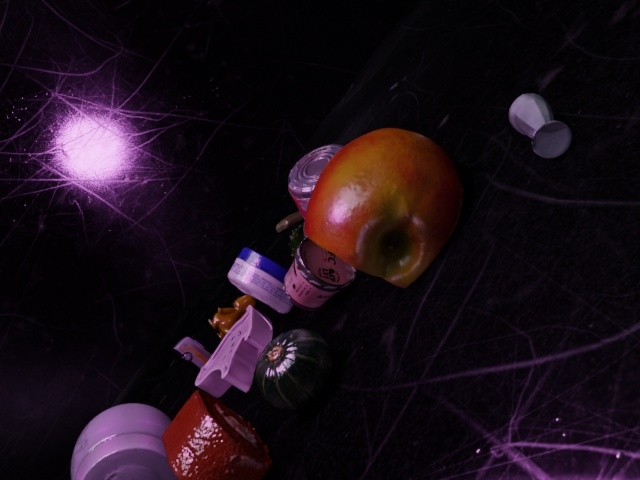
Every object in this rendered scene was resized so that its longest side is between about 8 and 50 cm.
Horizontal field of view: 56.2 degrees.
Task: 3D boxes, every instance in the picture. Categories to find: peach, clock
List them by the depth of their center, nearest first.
[{"bbox_3d":[0.121,-0.099,1.259,0.306,0.243,0.380,-55,14,11],"label":"peach"},{"bbox_3d":[-0.240,0.342,1.662,0.275,0.080,0.290,-52,13,6],"label":"clock"}]

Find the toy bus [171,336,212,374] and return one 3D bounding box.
[{"bbox_3d":[-0.365,0.362,1.818,0.072,0.172,0.057,-53,13,-23],"label":"toy bus"}]

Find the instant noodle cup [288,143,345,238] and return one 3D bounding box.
[{"bbox_3d":[0.031,-0.126,1.521,0.258,0.181,0.302,-39,37,-4],"label":"instant noodle cup"}]

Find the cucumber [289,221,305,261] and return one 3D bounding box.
[{"bbox_3d":[-0.003,0.001,1.689,0.145,0.105,0.325,-56,17,-17],"label":"cucumber"}]

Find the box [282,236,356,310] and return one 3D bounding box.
[{"bbox_3d":[-0.011,0.083,1.436,0.135,0.151,0.151,-52,12,40],"label":"box"}]

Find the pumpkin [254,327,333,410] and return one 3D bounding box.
[{"bbox_3d":[-0.051,0.254,1.185,0.167,0.125,0.167,-38,17,13],"label":"pumpkin"}]

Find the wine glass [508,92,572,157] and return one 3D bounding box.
[{"bbox_3d":[0.376,-0.197,1.032,0.073,0.073,0.155,-46,19,26],"label":"wine glass"}]

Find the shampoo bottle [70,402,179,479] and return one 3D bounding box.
[{"bbox_3d":[-0.477,0.562,1.495,0.273,0.273,0.266,-54,23,-3],"label":"shampoo bottle"}]

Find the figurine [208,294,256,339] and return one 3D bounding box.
[{"bbox_3d":[-0.272,0.250,1.989,0.122,0.121,0.176,9,48,42],"label":"figurine"}]

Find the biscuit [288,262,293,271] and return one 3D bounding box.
[{"bbox_3d":[-0.078,0.090,1.865,0.083,0.018,0.081,-37,21,48],"label":"biscuit"}]

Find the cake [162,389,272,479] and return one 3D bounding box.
[{"bbox_3d":[-0.216,0.420,1.207,0.150,0.177,0.283,-55,16,-5],"label":"cake"}]

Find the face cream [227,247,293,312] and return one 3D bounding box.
[{"bbox_3d":[-0.152,0.115,1.665,0.111,0.206,0.206,-61,15,-9],"label":"face cream"}]

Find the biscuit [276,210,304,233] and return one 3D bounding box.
[{"bbox_3d":[0.015,-0.107,1.729,0.323,0.038,0.099,-29,4,-24],"label":"biscuit"}]
